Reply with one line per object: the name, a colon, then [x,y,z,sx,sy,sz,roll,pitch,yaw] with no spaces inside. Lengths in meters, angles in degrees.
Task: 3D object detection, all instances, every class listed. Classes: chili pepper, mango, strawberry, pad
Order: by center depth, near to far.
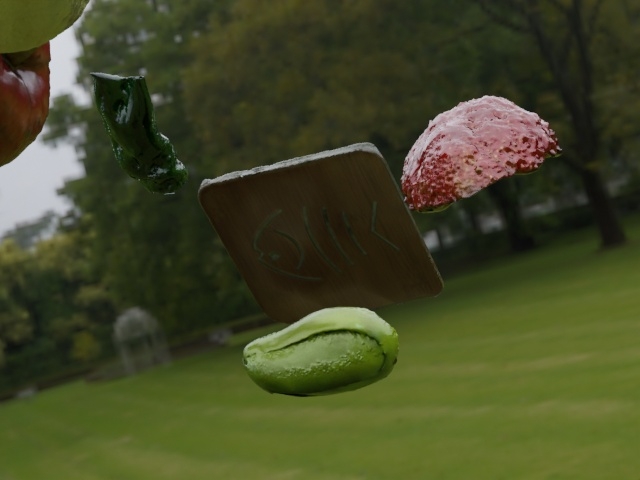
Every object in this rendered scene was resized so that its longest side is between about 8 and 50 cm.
strawberry: [0.124,-0.071,1.281,0.146,0.082,0.187,-29,7,16]
mango: [0.001,0.117,1.570,0.165,0.091,0.074,-7,-1,9]
pad: [0.000,0.000,2.122,0.284,0.287,0.018,-12,37,21]
chili pepper: [-0.271,-0.160,2.217,0.098,0.224,0.061,-9,40,21]

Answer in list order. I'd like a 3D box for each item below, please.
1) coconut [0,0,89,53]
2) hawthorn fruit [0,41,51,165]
coconut: [-0.293,-0.284,1.344,0.202,0.202,0.222,-15,-18,-15]
hawthorn fruit: [-0.419,-0.167,1.603,0.261,0.258,0.258,12,1,-2]
